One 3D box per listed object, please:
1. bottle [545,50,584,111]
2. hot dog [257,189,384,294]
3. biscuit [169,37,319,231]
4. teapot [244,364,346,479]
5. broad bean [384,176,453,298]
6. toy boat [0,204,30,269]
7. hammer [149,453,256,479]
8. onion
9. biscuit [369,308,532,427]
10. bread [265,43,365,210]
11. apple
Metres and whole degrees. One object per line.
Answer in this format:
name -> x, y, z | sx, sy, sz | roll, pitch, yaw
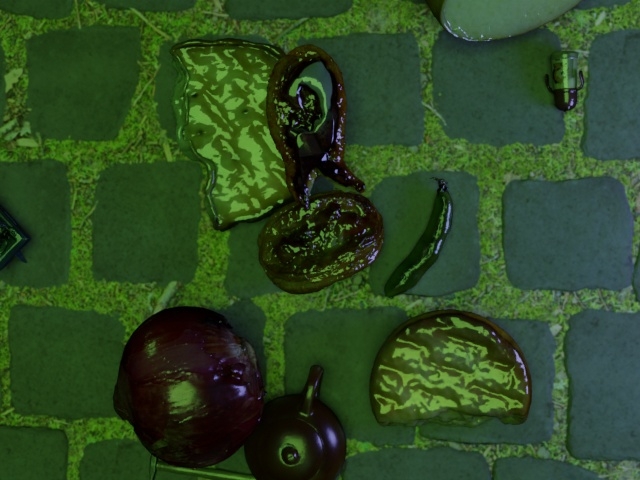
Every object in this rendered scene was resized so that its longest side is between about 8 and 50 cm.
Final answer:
bottle -> 0.418, -0.270, 1.704 | 0.047, 0.063, 0.101 | -4, 93, -27
hot dog -> 0.001, 0.003, 1.722 | 0.226, 0.099, 0.161 | -28, 79, 2
biscuit -> -0.143, -0.182, 1.748 | 0.329, 0.078, 0.335 | 22, 93, 2
teapot -> -0.038, 0.336, 1.709 | 0.178, 0.135, 0.252 | 16, 93, 1
broad bean -> 0.179, 0.003, 1.733 | 0.069, 0.039, 0.227 | 22, 91, -1
toy boat -> -0.625, -0.049, 1.779 | 0.246, 0.103, 0.093 | 45, 95, 7
hammer -> -0.210, 0.418, 1.784 | 0.198, 0.013, 0.063 | 8, 91, 6
onion -> -0.219, 0.243, 1.655 | 0.276, 0.276, 0.276 | 0, 90, 5
biscuit -> 0.223, 0.222, 1.704 | 0.274, 0.091, 0.213 | 4, 93, 7
bread -> -0.016, -0.190, 1.674 | 0.139, 0.095, 0.269 | -12, 99, -2
apple -> 0.322, -0.471, 1.649 | 0.345, 0.179, 0.254 | -21, 101, 4
